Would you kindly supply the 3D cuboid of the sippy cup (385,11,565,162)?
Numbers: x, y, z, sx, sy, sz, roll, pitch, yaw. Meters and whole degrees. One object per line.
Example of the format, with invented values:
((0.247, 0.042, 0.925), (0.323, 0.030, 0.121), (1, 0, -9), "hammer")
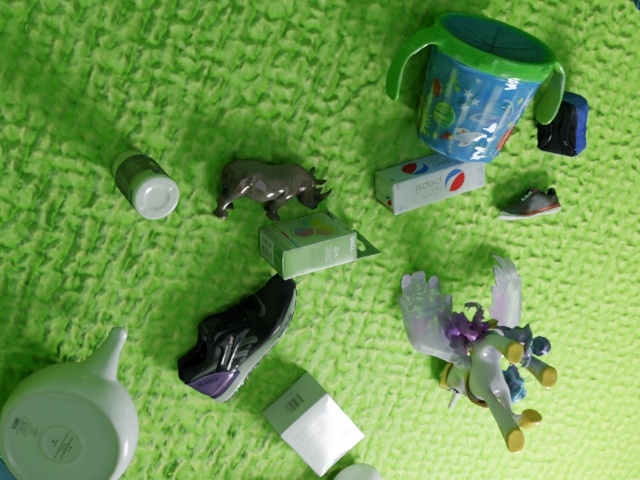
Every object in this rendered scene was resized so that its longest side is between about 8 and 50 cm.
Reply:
((0.284, -0.273, 1.848), (0.240, 0.305, 0.224), (-51, 162, -59), "sippy cup")

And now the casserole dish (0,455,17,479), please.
((-0.599, 0.437, 1.791), (0.114, 0.037, 0.188), (-34, 128, -12), "casserole dish")

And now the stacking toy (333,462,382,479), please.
((0.001, 0.705, 2.168), (0.350, 0.350, 0.480), (45, 70, -38), "stacking toy")

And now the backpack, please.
((0.500, -0.248, 2.059), (0.101, 0.098, 0.120), (-42, 135, -44), "backpack")

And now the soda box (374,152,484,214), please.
((0.215, -0.121, 1.965), (0.216, 0.074, 0.069), (-18, 122, -23), "soda box")

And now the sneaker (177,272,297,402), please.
((-0.158, 0.169, 1.877), (0.124, 0.107, 0.283), (32, 96, -32), "sneaker")

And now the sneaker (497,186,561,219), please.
((0.442, -0.081, 2.144), (0.158, 0.061, 0.065), (-11, 92, -27), "sneaker")

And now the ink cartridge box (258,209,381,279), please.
((0.000, 0.000, 1.876), (0.209, 0.109, 0.062), (-14, 121, -24), "ink cartridge box")

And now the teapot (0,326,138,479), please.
((-0.427, 0.316, 1.748), (0.256, 0.187, 0.252), (-18, 105, 8), "teapot")

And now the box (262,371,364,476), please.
((-0.014, 0.381, 2.076), (0.130, 0.091, 0.170), (-41, 128, -7), "box")

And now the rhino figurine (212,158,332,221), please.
((-0.078, -0.093, 1.806), (0.243, 0.073, 0.106), (1, 116, -33), "rhino figurine")

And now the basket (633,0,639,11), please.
((0.738, -0.505, 1.965), (0.289, 0.255, 0.201), (10, 111, -46), "basket")

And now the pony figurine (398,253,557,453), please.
((0.338, 0.229, 2.090), (0.303, 0.363, 0.351), (-7, 102, -20), "pony figurine")

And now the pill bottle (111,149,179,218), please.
((-0.290, -0.095, 1.636), (0.078, 0.137, 0.078), (-14, 121, -24), "pill bottle")
